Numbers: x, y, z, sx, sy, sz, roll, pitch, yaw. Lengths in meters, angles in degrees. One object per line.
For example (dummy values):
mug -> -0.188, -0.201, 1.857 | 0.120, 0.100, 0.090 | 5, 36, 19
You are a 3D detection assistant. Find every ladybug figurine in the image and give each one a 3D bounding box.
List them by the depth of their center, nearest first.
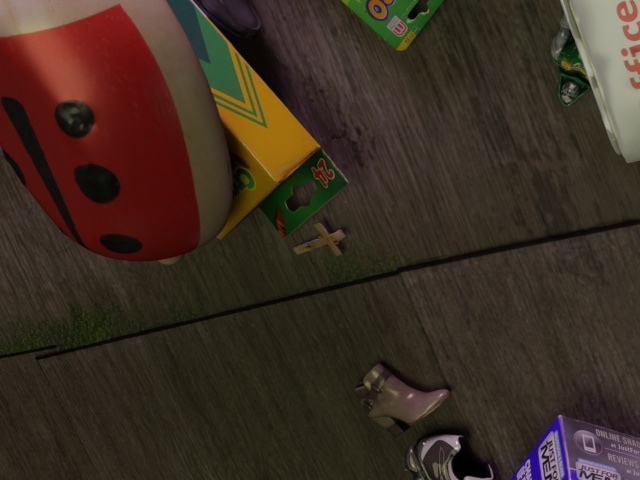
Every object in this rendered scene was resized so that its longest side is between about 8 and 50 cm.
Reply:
ladybug figurine -> -0.252, -0.145, 1.476 | 0.305, 0.162, 0.449 | 10, 132, 45

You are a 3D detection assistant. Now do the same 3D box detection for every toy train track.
toy train track -> 0.000, 0.000, 1.655 | 0.083, 0.014, 0.048 | -20, 111, 43

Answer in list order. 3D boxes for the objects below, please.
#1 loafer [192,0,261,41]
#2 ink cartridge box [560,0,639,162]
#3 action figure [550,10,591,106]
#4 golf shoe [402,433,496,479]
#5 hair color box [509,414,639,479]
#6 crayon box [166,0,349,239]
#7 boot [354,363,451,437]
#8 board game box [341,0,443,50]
loafer -> -0.120, -0.300, 1.529 | 0.061, 0.062, 0.170 | -37, 95, 34
ink cartridge box -> 0.400, -0.265, 1.125 | 0.395, 0.166, 0.285 | -15, 108, 24
action figure -> 0.282, -0.227, 1.330 | 0.137, 0.063, 0.232 | 27, 130, 12
golf shoe -> 0.184, 0.327, 1.687 | 0.094, 0.077, 0.198 | -24, 103, 38
hair color box -> 0.285, 0.365, 1.585 | 0.185, 0.110, 0.339 | 17, 128, -12
crayon box -> -0.130, -0.132, 1.576 | 0.318, 0.081, 0.202 | 48, 149, -1
boot -> 0.096, 0.188, 1.687 | 0.118, 0.042, 0.087 | -42, 83, 33
board game box -> 0.027, -0.327, 1.440 | 0.259, 0.039, 0.124 | 44, 130, 6
